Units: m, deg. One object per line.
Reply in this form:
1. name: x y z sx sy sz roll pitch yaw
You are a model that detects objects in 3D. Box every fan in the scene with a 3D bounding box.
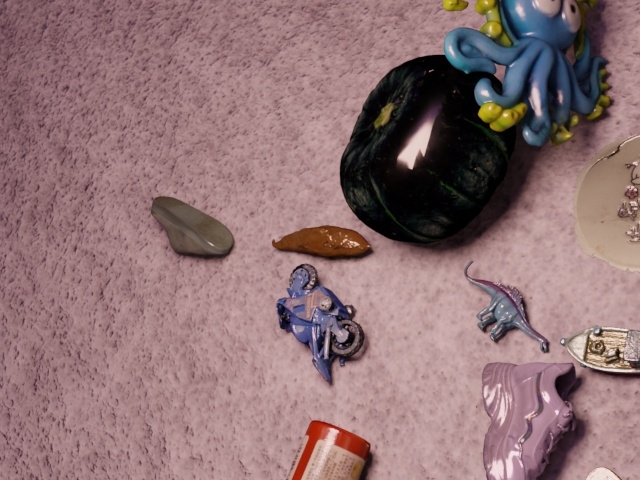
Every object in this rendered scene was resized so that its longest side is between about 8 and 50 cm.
1. fan: 0.515 -0.143 2.001 0.233 0.012 0.415 0 69 29

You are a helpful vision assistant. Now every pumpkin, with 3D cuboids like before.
1. pumpkin: 0.180 -0.138 2.058 0.315 0.238 0.315 -37 34 31

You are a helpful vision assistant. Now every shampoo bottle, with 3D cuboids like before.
1. shampoo bottle: -0.020 0.421 1.961 0.104 0.104 0.278 14 73 34

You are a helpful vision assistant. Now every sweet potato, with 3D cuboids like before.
1. sweet potato: 0.000 0.000 2.194 0.205 0.068 0.060 -3 58 38

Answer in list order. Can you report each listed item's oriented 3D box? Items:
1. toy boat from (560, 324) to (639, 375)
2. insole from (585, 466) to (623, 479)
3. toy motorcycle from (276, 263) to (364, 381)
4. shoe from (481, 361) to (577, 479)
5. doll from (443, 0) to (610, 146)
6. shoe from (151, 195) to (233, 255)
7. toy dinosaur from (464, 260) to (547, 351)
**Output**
1. toy boat: 0.435 0.159 1.863 0.172 0.059 0.069 4 68 32
2. insole: 0.439 0.385 1.778 0.064 0.004 0.188 -45 53 1
3. toy motorcycle: -0.009 0.132 2.129 0.114 0.076 0.205 -47 54 12
4. shoe: 0.309 0.280 1.852 0.137 0.095 0.245 -16 53 26
5. doll: 0.336 -0.300 1.987 0.099 0.346 0.341 -32 49 48
6. shoe: -0.240 -0.012 2.345 0.195 0.079 0.078 35 121 30
7. toy dinosaur: 0.280 0.109 1.990 0.080 0.045 0.197 -36 59 -7
